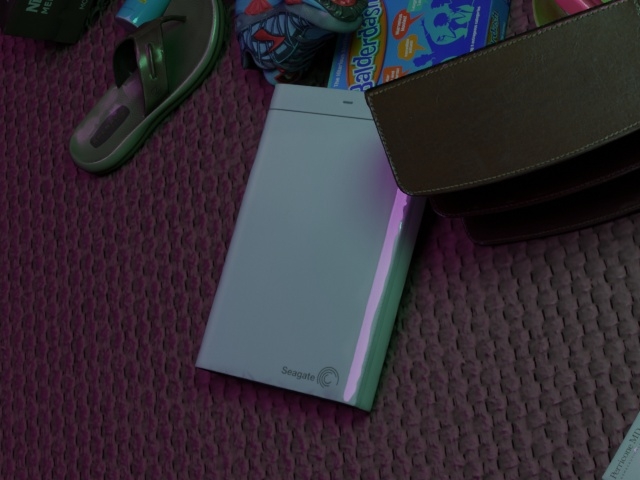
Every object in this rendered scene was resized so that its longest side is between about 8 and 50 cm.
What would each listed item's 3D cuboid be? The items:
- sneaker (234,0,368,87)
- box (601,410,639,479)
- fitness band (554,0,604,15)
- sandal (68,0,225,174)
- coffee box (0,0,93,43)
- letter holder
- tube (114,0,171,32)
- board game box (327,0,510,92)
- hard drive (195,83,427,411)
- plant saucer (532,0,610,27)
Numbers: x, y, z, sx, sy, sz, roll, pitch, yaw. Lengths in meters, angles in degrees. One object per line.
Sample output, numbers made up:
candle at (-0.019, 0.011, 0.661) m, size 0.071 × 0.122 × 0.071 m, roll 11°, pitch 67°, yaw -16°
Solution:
sneaker at (-0.023, -0.245, 1.915) m, size 0.262 × 0.104 × 0.125 m, roll 13°, pitch 98°, yaw 64°
box at (0.338, 0.211, 1.470) m, size 0.087 × 0.102 × 0.101 m, roll 27°, pitch 85°, yaw 41°
fitness band at (0.331, -0.316, 1.644) m, size 0.291 × 0.054 × 0.209 m, roll 49°, pitch 117°, yaw 14°
sandal at (-0.233, -0.219, 2.070) m, size 0.120 × 0.086 × 0.303 m, roll 37°, pitch 90°, yaw 39°
coffee box at (-0.422, -0.435, 2.247) m, size 0.297 × 0.118 × 0.168 m, roll 55°, pitch 127°, yaw 39°
letter holder at (0.235, -0.108, 1.611) m, size 0.301 × 0.152 × 0.214 m, roll -18°, pitch 93°, yaw 28°
tube at (-0.206, -0.373, 2.160) m, size 0.080 × 0.052 × 0.207 m, roll 23°, pitch 75°, yaw 29°
board game box at (0.114, -0.223, 1.869) m, size 0.210 × 0.047 × 0.160 m, roll -3°, pitch 66°, yaw 34°
hard drive at (0.000, 0.000, 1.804) m, size 0.233 × 0.047 × 0.353 m, roll 10°, pitch 81°, yaw 36°
plant saucer at (0.353, -0.286, 1.750) m, size 0.241 × 0.037 × 0.241 m, roll -15°, pitch 59°, yaw 27°
